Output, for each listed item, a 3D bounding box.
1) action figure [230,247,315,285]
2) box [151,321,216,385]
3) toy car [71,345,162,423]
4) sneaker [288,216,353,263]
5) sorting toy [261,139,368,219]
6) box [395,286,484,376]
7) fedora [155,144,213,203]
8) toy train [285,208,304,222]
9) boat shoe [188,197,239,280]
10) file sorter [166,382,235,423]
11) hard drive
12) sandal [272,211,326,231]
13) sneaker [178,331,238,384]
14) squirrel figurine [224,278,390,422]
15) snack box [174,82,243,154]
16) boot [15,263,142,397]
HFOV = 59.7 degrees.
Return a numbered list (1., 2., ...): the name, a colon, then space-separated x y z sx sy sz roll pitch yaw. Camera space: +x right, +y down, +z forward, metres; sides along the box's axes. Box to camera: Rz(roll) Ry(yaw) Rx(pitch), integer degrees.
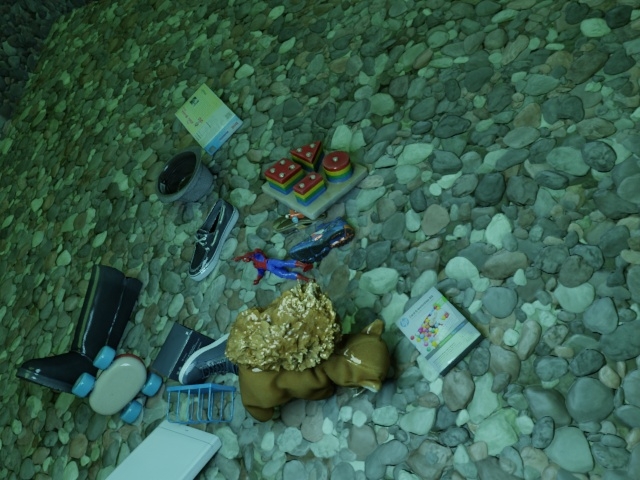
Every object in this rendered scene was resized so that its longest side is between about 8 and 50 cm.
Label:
1. action figure: -0.167 0.094 1.742 0.280 0.092 0.139 15 30 39
2. box: -0.413 0.359 1.740 0.093 0.158 0.156 17 75 37
3. toy car: -0.679 0.449 1.869 0.210 0.219 0.238 -53 22 -3
4. sneaker: 0.000 0.000 1.733 0.221 0.083 0.087 -26 41 12
5. sorting toy: -0.028 -0.218 1.790 0.255 0.089 0.257 -41 47 -22
6. box: 0.303 0.231 1.435 0.145 0.038 0.186 -44 50 5
7. fedora: -0.505 -0.232 2.132 0.275 0.124 0.244 -17 55 34
8. toy train: -0.054 -0.133 1.809 0.125 0.046 0.166 -7 43 6
9. boat shoe: -0.396 -0.007 1.958 0.108 0.102 0.301 21 78 38
10. file sorter: -0.359 0.490 1.663 0.170 0.118 0.105 -12 66 27
11. hard drive: -0.475 0.661 1.558 0.232 0.047 0.353 4 30 32
12. sandal: -0.066 -0.061 1.810 0.180 0.049 0.072 -19 43 1
13. sneaker: -0.292 0.378 1.654 0.226 0.086 0.163 -34 47 -31
14. squirrel figurine: -0.020 0.282 1.396 0.370 0.397 0.281 0 55 18
15. snack box: -0.465 -0.504 2.293 0.187 0.060 0.322 -45 51 4
16. boot: -0.807 0.289 1.905 0.146 0.367 0.446 10 70 17
